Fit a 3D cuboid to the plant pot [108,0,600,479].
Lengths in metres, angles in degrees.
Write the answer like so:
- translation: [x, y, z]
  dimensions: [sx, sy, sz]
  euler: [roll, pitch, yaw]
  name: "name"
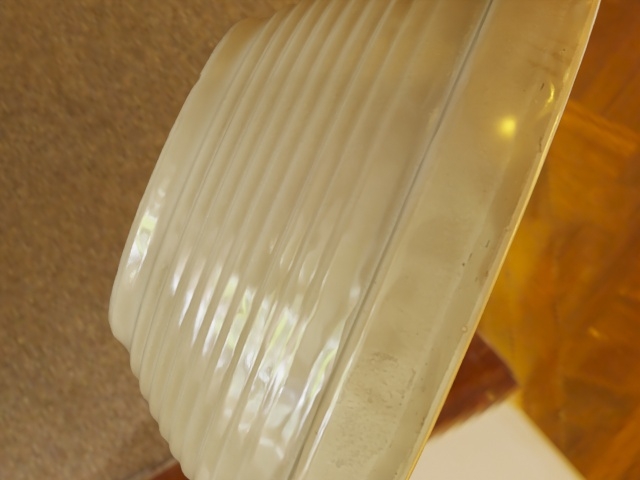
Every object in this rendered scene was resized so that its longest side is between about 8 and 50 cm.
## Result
- translation: [0.000, 0.000, 0.542]
  dimensions: [0.110, 0.237, 0.237]
  euler: [22, 115, 3]
  name: "plant pot"
